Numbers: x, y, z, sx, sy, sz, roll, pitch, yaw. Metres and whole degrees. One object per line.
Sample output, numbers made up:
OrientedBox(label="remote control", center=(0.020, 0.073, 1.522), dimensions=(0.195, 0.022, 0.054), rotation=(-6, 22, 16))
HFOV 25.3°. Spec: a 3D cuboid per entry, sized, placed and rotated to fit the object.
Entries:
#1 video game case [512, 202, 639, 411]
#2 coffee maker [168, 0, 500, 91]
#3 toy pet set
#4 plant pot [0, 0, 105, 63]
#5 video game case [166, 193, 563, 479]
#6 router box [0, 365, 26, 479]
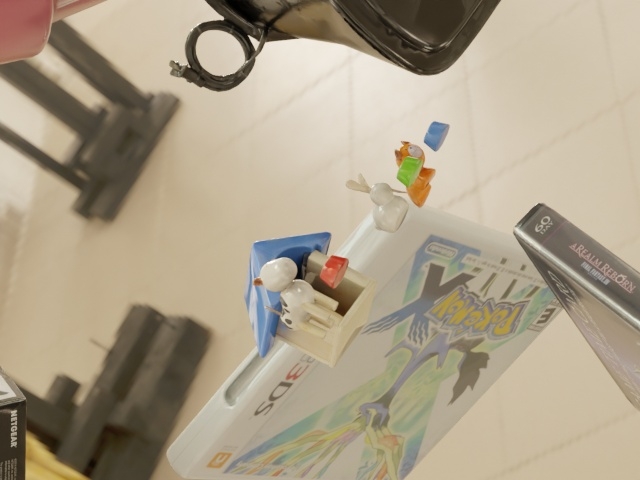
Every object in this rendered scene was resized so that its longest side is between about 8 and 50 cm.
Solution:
OrientedBox(label="video game case", center=(0.214, 0.104, 0.648), dimensions=(0.026, 0.196, 0.274), rotation=(-44, 47, -2))
OrientedBox(label="coffee maker", center=(0.013, -0.148, 0.796), dimensions=(0.178, 0.120, 0.171), rotation=(30, 107, 60))
OrientedBox(label="toy pet set", center=(0.000, 0.000, 0.715), dimensions=(0.122, 0.065, 0.114), rotation=(-51, -17, -40))
OrientedBox(label="plant pot", center=(-0.097, -0.179, 0.568), dimensions=(0.180, 0.201, 0.201), rotation=(-15, 28, -18))
OrientedBox(label="video game case", center=(0.063, 0.106, 1.264), dimensions=(0.300, 0.329, 0.036), rotation=(-50, 57, 17))
OrientedBox(label="router box", center=(-0.326, 0.207, 1.180), dimensions=(0.243, 0.081, 0.309), rotation=(38, 130, 46))
